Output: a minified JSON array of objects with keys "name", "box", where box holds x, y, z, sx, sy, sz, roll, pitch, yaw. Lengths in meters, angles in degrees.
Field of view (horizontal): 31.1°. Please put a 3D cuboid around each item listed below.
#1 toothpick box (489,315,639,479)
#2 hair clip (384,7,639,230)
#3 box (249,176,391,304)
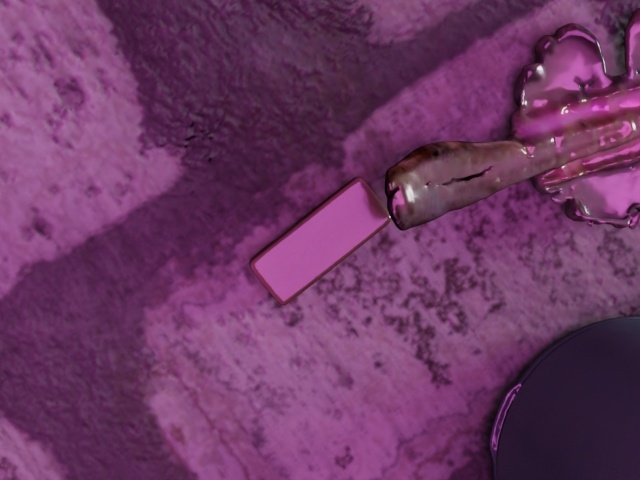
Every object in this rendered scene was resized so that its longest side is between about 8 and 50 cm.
[{"name":"toothpick box","box":[0.283,0.186,0.807,0.262,0.354,0.263,-1,98,-8]},{"name":"hair clip","box":[0.177,-0.075,0.903,0.300,0.069,0.173,-16,101,-16]},{"name":"box","box":[0.000,0.000,0.912,0.115,0.025,0.048,-39,96,-2]}]
